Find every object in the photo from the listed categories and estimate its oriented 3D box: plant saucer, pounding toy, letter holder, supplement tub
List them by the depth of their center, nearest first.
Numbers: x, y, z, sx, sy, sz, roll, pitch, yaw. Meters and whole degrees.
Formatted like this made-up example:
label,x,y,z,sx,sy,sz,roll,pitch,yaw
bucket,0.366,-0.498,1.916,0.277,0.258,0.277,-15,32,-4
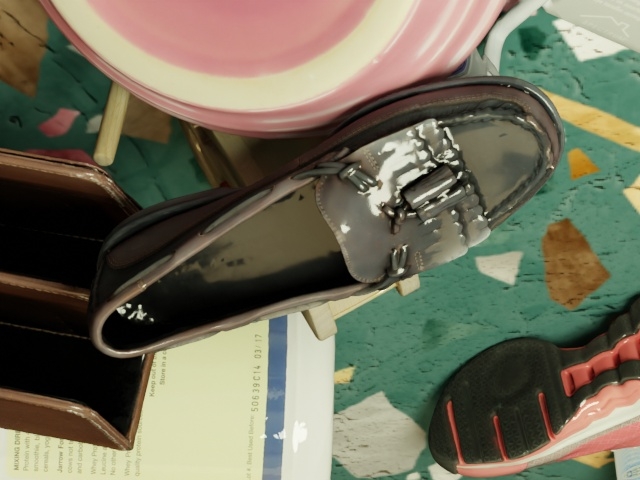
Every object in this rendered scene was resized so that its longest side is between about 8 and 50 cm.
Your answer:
label,x,y,z,sx,sy,sz,roll,pitch,yaw
plant saucer,-0.047,-0.203,1.062,0.332,0.084,0.332,8,119,15
letter holder,-0.275,0.023,1.231,0.302,0.152,0.214,9,165,11
pounding toy,-0.064,-0.046,1.246,0.155,0.269,0.154,-29,157,-9
supplement tub,-0.158,0.134,1.434,0.325,0.235,0.235,3,139,-4

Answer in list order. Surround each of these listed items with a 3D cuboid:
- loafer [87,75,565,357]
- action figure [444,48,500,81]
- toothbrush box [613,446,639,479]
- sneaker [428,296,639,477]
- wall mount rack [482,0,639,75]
label,x,y,z,sx,sy,sz,roll,pitch,yaw
loafer,0.000,0.000,1.080,0.302,0.095,0.109,-21,112,18
action figure,0.031,-0.178,1.160,0.185,0.099,0.285,-3,119,40
toothbrush box,0.411,0.231,1.566,0.295,0.216,0.126,-23,134,25
sneaker,0.240,0.140,1.537,0.314,0.116,0.136,-24,135,24
wall mount rack,0.269,-0.125,1.185,0.350,0.130,0.304,20,152,-22
